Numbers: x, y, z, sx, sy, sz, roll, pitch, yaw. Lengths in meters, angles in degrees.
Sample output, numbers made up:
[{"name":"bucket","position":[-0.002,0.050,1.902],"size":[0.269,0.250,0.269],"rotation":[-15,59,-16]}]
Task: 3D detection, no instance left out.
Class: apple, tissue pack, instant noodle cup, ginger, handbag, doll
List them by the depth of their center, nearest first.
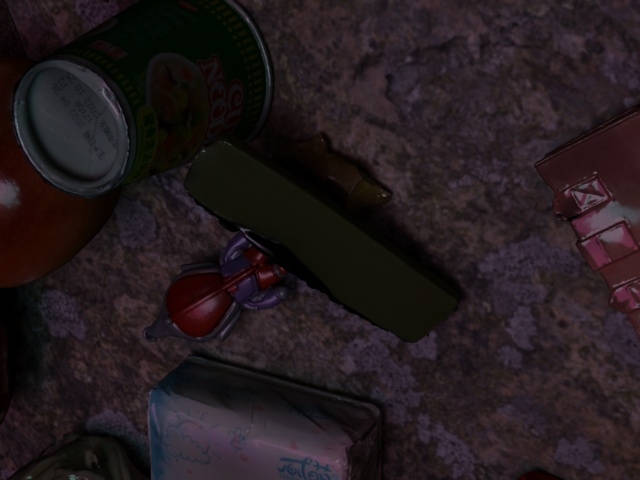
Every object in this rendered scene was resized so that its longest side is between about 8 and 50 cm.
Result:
[{"name":"handbag","position":[0.317,-0.018,1.214],"size":[0.157,0.059,0.212],"rotation":[-30,95,34]},{"name":"instant noodle cup","position":[-0.194,-0.148,1.327],"size":[0.207,0.232,0.207],"rotation":[12,118,25]},{"name":"ginger","position":[0.010,-0.070,1.370],"size":[0.137,0.044,0.057],"rotation":[29,141,16]},{"name":"apple","position":[-0.356,-0.073,1.451],"size":[0.242,0.242,0.241],"rotation":[51,127,-1]},{"name":"doll","position":[-0.123,0.063,1.483],"size":[0.227,0.075,0.102],"rotation":[-34,79,26]},{"name":"tissue pack","position":[-0.067,0.267,1.519],"size":[0.271,0.124,0.201],"rotation":[12,121,23]}]

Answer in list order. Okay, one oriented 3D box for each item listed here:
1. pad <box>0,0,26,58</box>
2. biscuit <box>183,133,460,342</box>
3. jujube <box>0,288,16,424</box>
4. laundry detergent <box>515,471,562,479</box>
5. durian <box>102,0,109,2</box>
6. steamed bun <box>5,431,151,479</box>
[{"name":"pad","position":[-0.425,-0.232,1.555],"size":[0.158,0.003,0.235],"rotation":[-10,107,32]},{"name":"biscuit","position":[0.000,0.000,1.355],"size":[0.322,0.038,0.099],"rotation":[34,123,-11]},{"name":"jujube","position":[-0.529,0.101,1.606],"size":[0.276,0.276,0.377],"rotation":[6,112,27]},{"name":"laundry detergent","position":[0.239,0.339,1.429],"size":[0.097,0.049,0.165],"rotation":[29,124,23]},{"name":"durian","position":[-0.280,-0.314,1.408],"size":[0.130,0.052,0.066],"rotation":[42,128,5]},{"name":"steamed bun","position":[-0.317,0.417,1.674],"size":[0.268,0.207,0.280],"rotation":[-37,93,35]}]
